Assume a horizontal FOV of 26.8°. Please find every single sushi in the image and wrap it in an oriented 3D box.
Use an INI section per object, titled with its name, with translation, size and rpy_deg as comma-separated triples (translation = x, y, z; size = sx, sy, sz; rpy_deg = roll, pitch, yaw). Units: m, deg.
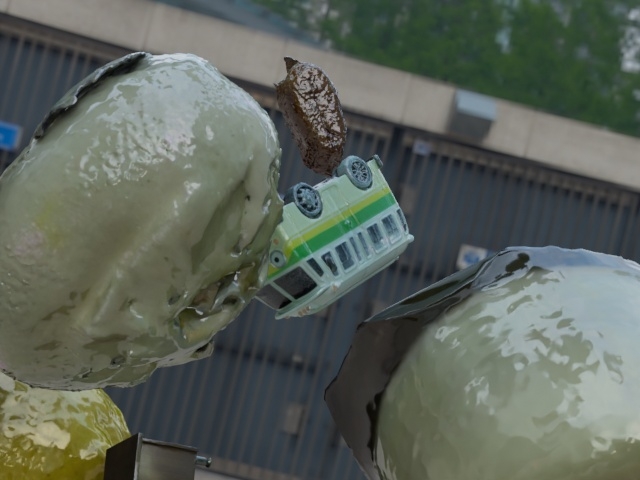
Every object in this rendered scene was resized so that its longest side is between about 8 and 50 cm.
[sushi]
translation = -0.010, -0.116, 1.230
size = 0.062, 0.117, 0.060
rpy_deg = -3, -11, -22

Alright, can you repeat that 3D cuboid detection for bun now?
[bun]
translation = -0.111, 0.005, 0.838
size = 0.141, 0.239, 0.239
rpy_deg = 42, 7, 19

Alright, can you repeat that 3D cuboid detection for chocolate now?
[chocolate]
translation = 0.193, 0.202, 1.049
size = 0.314, 0.326, 0.297
rpy_deg = 56, 18, -29

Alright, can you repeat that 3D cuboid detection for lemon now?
[lemon]
translation = -0.356, 0.237, 1.464
size = 0.316, 0.285, 0.285
rpy_deg = 31, -5, -7

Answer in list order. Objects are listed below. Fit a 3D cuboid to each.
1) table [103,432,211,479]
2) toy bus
[table]
translation = -0.160, 0.237, 1.314
size = 0.082, 0.070, 0.083
rpy_deg = 15, -26, -27
[toy bus]
translation = 0.000, 0.000, 1.849
size = 0.134, 0.164, 0.276
rpy_deg = -32, 0, 40
